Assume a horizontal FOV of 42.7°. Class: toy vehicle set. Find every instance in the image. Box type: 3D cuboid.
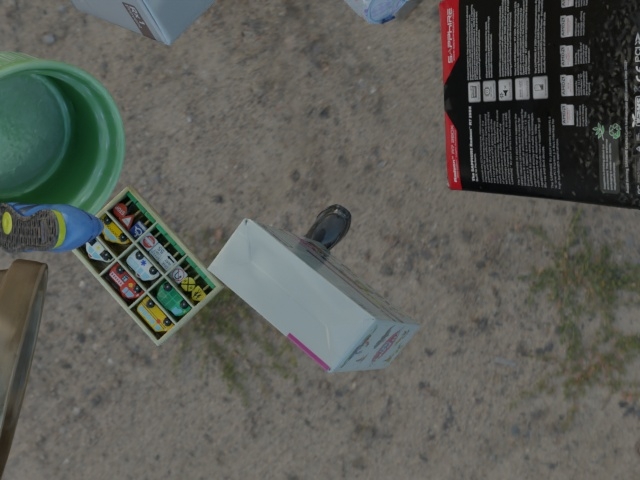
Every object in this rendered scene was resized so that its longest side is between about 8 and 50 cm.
[{"bbox_3d":[-0.332,0.047,1.553,0.166,0.035,0.267,-44,84,1],"label":"toy vehicle set"}]

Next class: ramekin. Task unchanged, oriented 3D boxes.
[{"bbox_3d":[-0.484,-0.157,1.320,0.148,0.303,0.304,28,120,40],"label":"ramekin"}]

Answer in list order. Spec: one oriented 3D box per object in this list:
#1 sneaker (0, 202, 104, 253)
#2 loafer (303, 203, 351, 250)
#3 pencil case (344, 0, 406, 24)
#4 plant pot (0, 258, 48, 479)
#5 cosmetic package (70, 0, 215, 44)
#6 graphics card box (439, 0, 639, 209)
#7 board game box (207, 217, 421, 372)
[{"bbox_3d":[-0.378,-0.018,1.126,0.209,0.082,0.069,4,97,42],"label":"sneaker"},{"bbox_3d":[0.000,0.000,1.438,0.062,0.061,0.170,36,138,-1],"label":"loafer"},{"bbox_3d":[0.049,-0.511,1.446,0.273,0.124,0.113,49,160,16],"label":"pencil case"},{"bbox_3d":[-0.334,0.126,0.763,0.109,0.237,0.237,13,116,-14],"label":"plant pot"},{"bbox_3d":[-0.058,-0.234,0.441,0.107,0.238,0.127,31,158,38],"label":"cosmetic package"},{"bbox_3d":[0.264,-0.158,0.840,0.094,0.371,0.233,-8,99,-24],"label":"graphics card box"},{"bbox_3d":[0.005,0.084,1.174,0.224,0.303,0.097,39,97,19],"label":"board game box"}]
